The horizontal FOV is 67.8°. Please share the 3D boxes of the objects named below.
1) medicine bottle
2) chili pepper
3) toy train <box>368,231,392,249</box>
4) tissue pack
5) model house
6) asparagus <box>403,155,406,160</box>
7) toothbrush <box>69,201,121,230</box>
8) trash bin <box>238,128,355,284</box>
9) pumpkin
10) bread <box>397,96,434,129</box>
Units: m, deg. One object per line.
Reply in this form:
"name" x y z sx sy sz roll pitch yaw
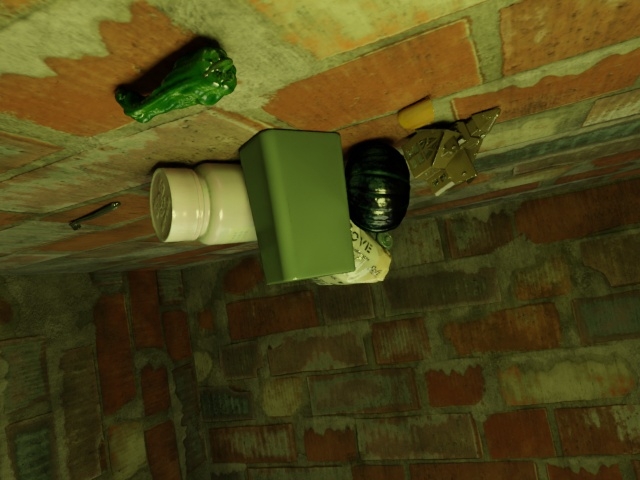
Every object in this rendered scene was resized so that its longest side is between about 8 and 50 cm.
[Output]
"medicine bottle" -0.234 -0.098 1.262 0.379 0.213 0.214 -5 173 -36
"chili pepper" -0.214 -0.228 0.715 0.257 0.074 0.100 -12 174 34
"toy train" 0.204 -0.046 2.295 0.307 0.248 0.174 -6 170 -40
"tissue pack" 0.000 0.000 1.516 0.376 0.195 0.390 40 158 -27
"model house" 0.369 -0.244 1.228 0.181 0.176 0.248 -4 156 -41
"asparagus" 0.333 -0.270 1.466 0.233 0.023 0.022 -11 130 12
"toothbrush" -0.737 -0.079 1.553 0.298 0.030 0.030 -15 -163 36
"trash bin" -0.050 -0.076 1.156 0.223 0.343 0.158 -7 176 -35
"pumpkin" 0.119 -0.144 1.293 0.248 0.247 0.248 -9 174 -1
"bread" 0.224 -0.279 1.054 0.062 0.049 0.103 -5 174 -40
